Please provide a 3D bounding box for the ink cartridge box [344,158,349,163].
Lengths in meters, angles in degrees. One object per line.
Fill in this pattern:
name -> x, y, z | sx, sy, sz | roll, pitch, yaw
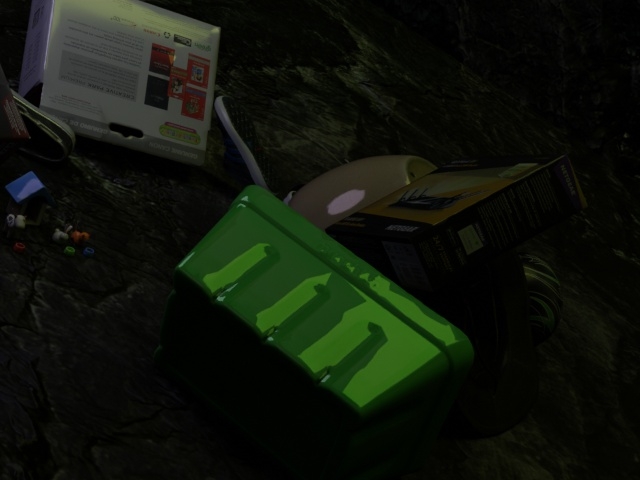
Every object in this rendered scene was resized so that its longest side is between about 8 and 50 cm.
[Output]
ink cartridge box -> 0.123, -0.059, 2.125 | 0.206, 0.045, 0.208 | 40, 3, 10

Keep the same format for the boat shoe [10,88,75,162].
boat shoe -> -0.481, -0.187, 1.786 | 0.219, 0.078, 0.070 | 25, 20, -10

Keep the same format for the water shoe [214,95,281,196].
water shoe -> -0.146, -0.152, 2.012 | 0.073, 0.080, 0.203 | -9, 69, -59

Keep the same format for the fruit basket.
fruit basket -> 0.022, 0.117, 1.474 | 0.392, 0.283, 0.392 | 11, 38, -9

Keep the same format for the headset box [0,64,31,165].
headset box -> -0.550, -0.206, 1.593 | 0.293, 0.110, 0.218 | -5, 67, -54

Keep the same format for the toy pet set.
toy pet set -> -0.373, -0.037, 1.588 | 0.122, 0.065, 0.114 | 5, 31, -45

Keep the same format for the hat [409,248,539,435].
hat -> 0.203, 0.140, 1.728 | 0.134, 0.331, 0.331 | -11, 0, 33

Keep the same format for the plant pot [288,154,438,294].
plant pot -> 0.115, -0.026, 1.837 | 0.284, 0.191, 0.284 | 32, 34, -25

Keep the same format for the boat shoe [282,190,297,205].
boat shoe -> 0.000, 0.000, 1.921 | 0.226, 0.076, 0.083 | 40, 25, 29

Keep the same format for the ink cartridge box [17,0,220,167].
ink cartridge box -> -0.344, -0.266, 1.986 | 0.309, 0.130, 0.272 | 15, 69, -29

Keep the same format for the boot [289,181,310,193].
boot -> 0.060, -0.051, 2.101 | 0.219, 0.082, 0.106 | 31, 24, 14

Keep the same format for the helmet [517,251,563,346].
helmet -> 0.332, 0.102, 1.983 | 0.161, 0.169, 0.169 | 3, 27, -12

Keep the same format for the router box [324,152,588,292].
router box -> 0.172, -0.030, 1.574 | 0.243, 0.081, 0.309 | -28, 11, -17
